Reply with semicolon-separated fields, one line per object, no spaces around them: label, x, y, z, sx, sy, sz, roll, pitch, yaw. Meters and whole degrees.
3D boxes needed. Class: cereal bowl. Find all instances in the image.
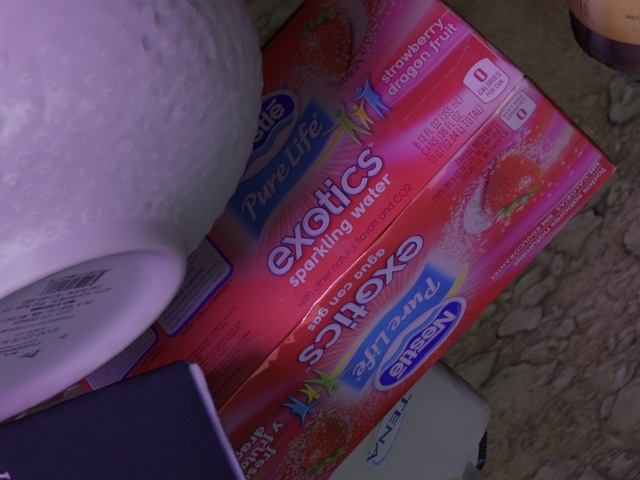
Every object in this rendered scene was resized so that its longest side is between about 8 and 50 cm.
cereal bowl;-0.164;-0.006;0.794;0.339;0.141;0.339;-29;163;-10

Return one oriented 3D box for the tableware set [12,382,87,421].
tableware set;-0.197;0.123;1.094;0.154;0.024;0.104;-8;136;-41

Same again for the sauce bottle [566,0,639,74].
sauce bottle;0.182;-0.239;0.992;0.111;0.111;0.344;-33;145;-12

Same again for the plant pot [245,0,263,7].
plant pot;-0.032;-0.212;0.866;0.236;0.032;0.236;-31;148;-22

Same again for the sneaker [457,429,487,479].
sneaker;0.077;0.198;1.402;0.081;0.080;0.211;-19;130;-20

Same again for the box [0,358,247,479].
box;-0.240;0.246;0.865;0.395;0.212;0.293;-20;172;-33

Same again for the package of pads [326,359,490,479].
package of pads;-0.023;0.187;1.205;0.296;0.101;0.229;-58;146;-4

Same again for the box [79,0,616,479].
box;0.000;0.000;1.038;0.300;0.154;0.142;-48;145;7
